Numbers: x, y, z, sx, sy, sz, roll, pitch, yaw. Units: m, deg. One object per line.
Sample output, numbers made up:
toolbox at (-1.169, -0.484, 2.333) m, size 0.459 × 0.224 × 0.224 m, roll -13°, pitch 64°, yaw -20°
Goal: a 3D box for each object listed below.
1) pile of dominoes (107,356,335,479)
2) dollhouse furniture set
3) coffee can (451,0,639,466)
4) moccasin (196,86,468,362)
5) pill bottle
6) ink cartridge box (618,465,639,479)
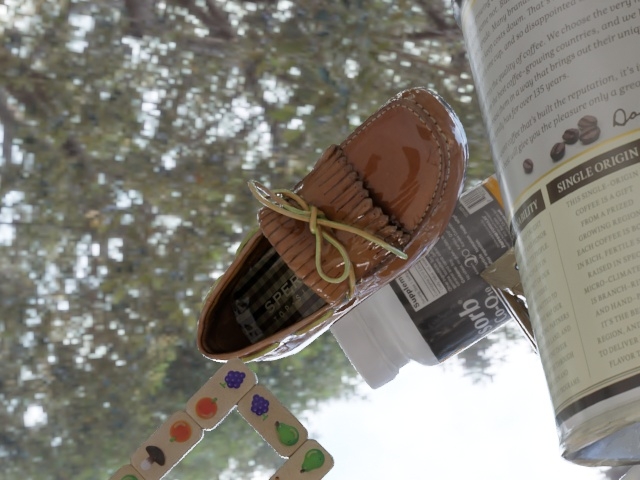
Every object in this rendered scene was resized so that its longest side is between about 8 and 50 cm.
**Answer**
pile of dominoes at (-0.087, 0.239, 0.921) m, size 0.196 × 0.040 × 0.251 m, roll 43°, pitch -97°, yaw 10°
dollhouse furniture set at (0.290, 0.034, 1.250) m, size 0.184 × 0.129 × 0.129 m, roll -41°, pitch -155°, yaw -9°
coffee can at (0.194, -0.038, 0.659) m, size 0.201 × 0.201 × 0.275 m, roll -28°, pitch -117°, yaw 40°
moccasin at (-0.002, -0.003, 1.168) m, size 0.380 × 0.147 × 0.139 m, roll -40°, pitch -103°, yaw 41°
pill bottle at (0.147, 0.053, 1.481) m, size 0.278 × 0.162 × 0.162 m, roll -33°, pitch -116°, yaw 3°
ink cartridge box at (0.431, 0.247, 1.130) m, size 0.270 × 0.198 × 0.197 m, roll 113°, pitch -37°, yaw -52°
